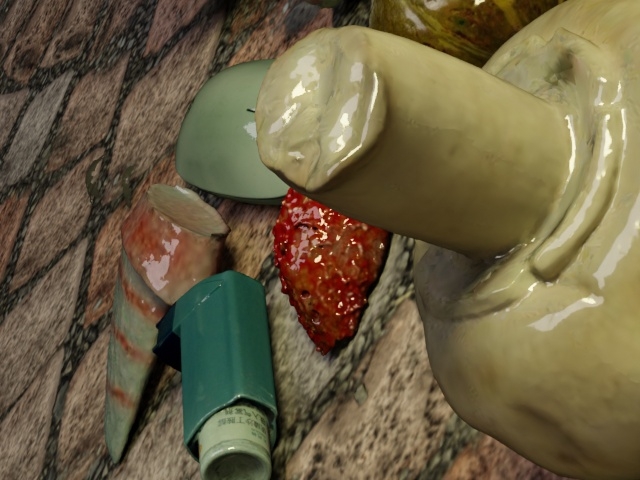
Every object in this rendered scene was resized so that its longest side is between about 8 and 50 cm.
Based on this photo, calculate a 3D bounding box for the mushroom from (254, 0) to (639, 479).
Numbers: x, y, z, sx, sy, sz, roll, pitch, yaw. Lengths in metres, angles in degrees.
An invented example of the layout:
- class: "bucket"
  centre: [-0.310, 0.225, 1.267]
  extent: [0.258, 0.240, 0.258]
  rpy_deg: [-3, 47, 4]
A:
- class: "mushroom"
  centre: [0.131, -0.034, 0.927]
  extent: [0.314, 0.336, 0.314]
  rpy_deg: [-33, 45, 42]

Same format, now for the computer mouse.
- class: "computer mouse"
  centre: [-0.073, -0.121, 1.678]
  extent: [0.159, 0.097, 0.288]
  rpy_deg: [-64, 24, -9]

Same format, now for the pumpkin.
- class: "pumpkin"
  centre: [0.131, -0.142, 1.151]
  extent: [0.219, 0.219, 0.162]
  rpy_deg: [-50, 32, 23]

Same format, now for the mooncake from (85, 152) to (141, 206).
- class: "mooncake"
  centre: [-0.209, -0.025, 1.902]
  extent: [0.150, 0.057, 0.346]
  rpy_deg: [-54, 29, -15]

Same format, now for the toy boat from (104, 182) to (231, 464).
- class: "toy boat"
  centre: [-0.185, 0.089, 1.691]
  extent: [0.206, 0.096, 0.282]
  rpy_deg: [39, 116, 55]

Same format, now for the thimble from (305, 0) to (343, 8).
- class: "thimble"
  centre: [0.002, -0.355, 1.687]
  extent: [0.149, 0.185, 0.211]
  rpy_deg: [-38, 68, 44]

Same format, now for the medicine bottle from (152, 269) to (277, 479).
- class: "medicine bottle"
  centre: [-0.091, 0.131, 1.474]
  extent: [0.124, 0.079, 0.258]
  rpy_deg: [-50, 28, 25]

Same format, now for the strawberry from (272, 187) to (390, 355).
- class: "strawberry"
  centre: [0.000, -0.003, 1.436]
  extent: [0.140, 0.085, 0.192]
  rpy_deg: [15, 80, 62]
